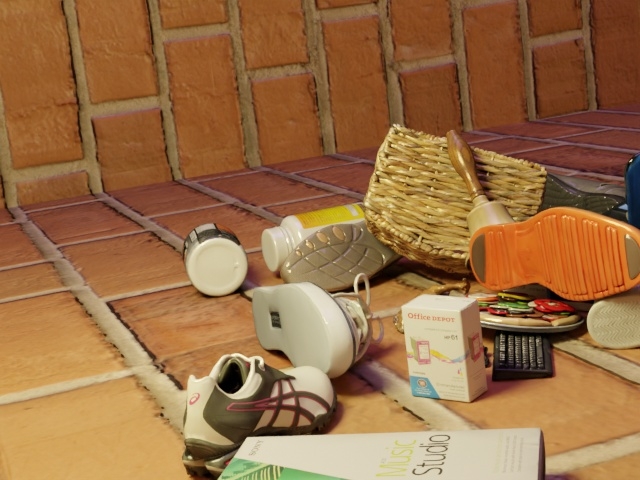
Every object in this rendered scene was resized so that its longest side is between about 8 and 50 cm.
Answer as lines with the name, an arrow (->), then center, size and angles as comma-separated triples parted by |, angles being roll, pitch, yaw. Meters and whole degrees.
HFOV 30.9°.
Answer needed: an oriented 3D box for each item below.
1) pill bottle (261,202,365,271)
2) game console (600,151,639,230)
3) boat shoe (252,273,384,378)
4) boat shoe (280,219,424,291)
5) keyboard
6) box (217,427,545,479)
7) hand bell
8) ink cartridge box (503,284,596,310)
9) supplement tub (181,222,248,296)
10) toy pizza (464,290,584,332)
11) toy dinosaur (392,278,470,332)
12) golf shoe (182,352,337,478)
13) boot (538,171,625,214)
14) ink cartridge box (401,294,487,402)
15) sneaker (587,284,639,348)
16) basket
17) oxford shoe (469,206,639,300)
pill bottle -> 0.000, 0.000, 2.232 | 0.215, 0.117, 0.117 | -11, 12, -21
game console -> 0.580, -0.128, 1.872 | 0.293, 0.173, 0.250 | -27, 14, -9
boat shoe -> 0.019, 0.119, 1.653 | 0.156, 0.136, 0.367 | -7, 1, -17
boat shoe -> 0.063, 0.030, 2.115 | 0.324, 0.123, 0.116 | -20, -18, -31
keyboard -> 0.258, 0.151, 1.573 | 0.108, 0.023, 0.180 | -5, 11, 10
box -> 0.053, 0.251, 1.117 | 0.322, 0.058, 0.232 | -5, 11, 12
hand bell -> 0.256, -0.079, 1.913 | 0.126, 0.242, 0.126 | -16, -27, -8
ink cartridge box -> 0.453, 0.039, 1.909 | 0.165, 0.065, 0.332 | 1, 13, 39
supplement tub -> -0.203, 0.032, 2.199 | 0.117, 0.117, 0.190 | -9, 11, -8
toy pizza -> 0.285, 0.099, 1.697 | 0.201, 0.032, 0.201 | 4, 8, -1
toy dinosaur -> 0.185, 0.088, 1.827 | 0.112, 0.064, 0.211 | -1, 12, 33
golf shoe -> -0.064, 0.183, 1.371 | 0.105, 0.120, 0.273 | -3, 11, 29
boot -> 0.575, -0.075, 2.329 | 0.222, 0.118, 0.338 | -10, 22, -29
ink cartridge box -> 0.156, 0.135, 1.459 | 0.088, 0.122, 0.052 | 1, 14, 37
sneaker -> 0.521, 0.073, 1.588 | 0.292, 0.108, 0.169 | -4, 15, 19
basket -> 0.230, -0.045, 2.056 | 0.299, 0.213, 0.223 | 16, -13, 6
oxford shoe -> 0.364, 0.010, 1.652 | 0.133, 0.130, 0.363 | -9, 6, -27
